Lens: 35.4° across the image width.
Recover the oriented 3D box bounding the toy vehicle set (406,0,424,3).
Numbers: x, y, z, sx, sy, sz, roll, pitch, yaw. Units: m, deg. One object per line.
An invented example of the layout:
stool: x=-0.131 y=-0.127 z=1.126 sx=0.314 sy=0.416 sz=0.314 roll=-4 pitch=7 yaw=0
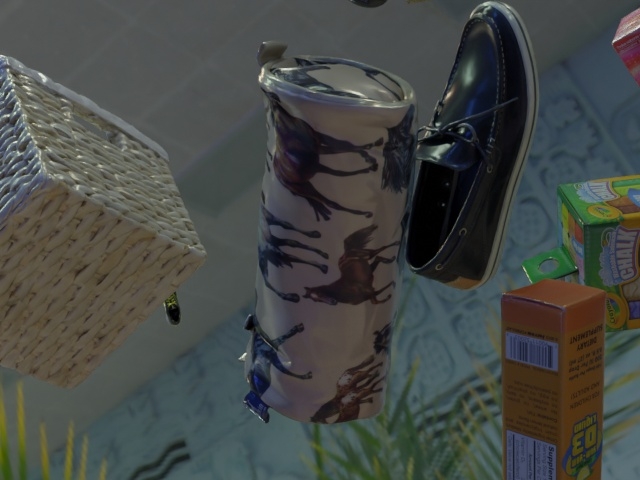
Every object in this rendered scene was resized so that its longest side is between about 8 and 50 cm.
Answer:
toy vehicle set: x=0.240 y=-0.374 z=1.269 sx=0.166 sy=0.267 sz=0.035 roll=-48 pitch=-59 yaw=-24

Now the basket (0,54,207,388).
basket: x=-0.397 y=-0.010 z=1.401 sx=0.331 sy=0.266 sz=0.328 roll=-42 pitch=-40 yaw=15

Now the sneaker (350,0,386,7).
sneaker: x=0.089 y=-0.438 z=1.219 sx=0.129 sy=0.111 sz=0.297 roll=-27 pitch=-46 yaw=-56

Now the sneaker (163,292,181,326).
sneaker: x=-0.247 y=0.102 z=1.662 sx=0.031 sy=0.083 sz=0.035 roll=-20 pitch=3 yaw=-17

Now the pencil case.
pencil case: x=0.000 y=0.000 z=1.061 sx=0.160 sy=0.183 sz=0.410 roll=-52 pitch=-29 yaw=-58

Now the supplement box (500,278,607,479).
supplement box: x=0.223 y=0.161 z=0.961 sx=0.078 sy=0.080 sz=0.233 roll=-14 pitch=-71 yaw=-41

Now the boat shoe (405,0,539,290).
boat shoe: x=0.247 y=-0.158 z=1.710 sx=0.156 sy=0.187 sz=0.500 roll=3 pitch=-78 yaw=-31

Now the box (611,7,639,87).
box: x=0.716 y=-0.411 z=1.865 sx=0.300 sy=0.142 sz=0.154 roll=-29 pitch=15 yaw=35

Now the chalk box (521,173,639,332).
chalk box: x=0.445 y=0.014 z=1.468 sx=0.289 sy=0.180 sz=0.179 roll=-7 pitch=-68 yaw=1
